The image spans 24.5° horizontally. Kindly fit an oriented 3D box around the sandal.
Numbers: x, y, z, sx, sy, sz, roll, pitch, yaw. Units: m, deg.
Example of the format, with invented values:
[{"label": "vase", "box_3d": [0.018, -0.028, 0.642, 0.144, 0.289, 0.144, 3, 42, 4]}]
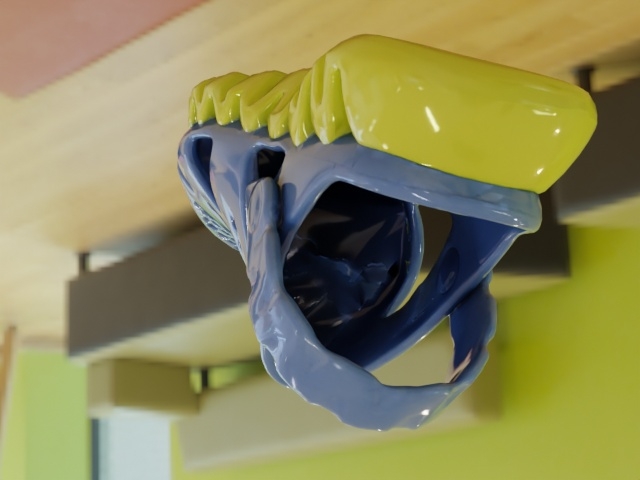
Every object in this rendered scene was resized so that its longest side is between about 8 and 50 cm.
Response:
[{"label": "sandal", "box_3d": [0.000, 0.000, 0.634, 0.126, 0.138, 0.317, 14, 176, -12]}]
